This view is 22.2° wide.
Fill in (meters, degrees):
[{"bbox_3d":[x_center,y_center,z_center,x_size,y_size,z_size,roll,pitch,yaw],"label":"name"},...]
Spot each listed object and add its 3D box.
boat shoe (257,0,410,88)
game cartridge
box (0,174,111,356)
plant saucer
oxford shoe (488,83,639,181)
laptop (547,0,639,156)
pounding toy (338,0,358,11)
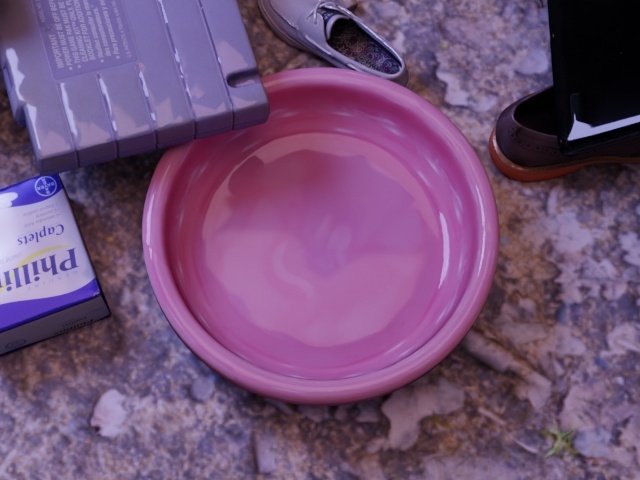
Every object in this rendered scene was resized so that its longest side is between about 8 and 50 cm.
[{"bbox_3d":[0.012,-0.208,1.627,0.066,0.063,0.184,-42,76,-15],"label":"boat shoe"},{"bbox_3d":[-0.206,-0.248,1.545,0.230,0.068,0.355,-15,73,-6],"label":"game cartridge"},{"bbox_3d":[-0.280,0.023,1.530,0.126,0.072,0.137,-20,72,-8],"label":"box"},{"bbox_3d":[0.000,0.000,1.540,0.332,0.084,0.332,1,70,-2],"label":"plant saucer"},{"bbox_3d":[0.301,-0.128,1.586,0.271,0.098,0.097,-18,71,-8],"label":"oxford shoe"},{"bbox_3d":[0.449,-0.247,1.575,0.408,0.236,0.382,-15,57,27],"label":"laptop"},{"bbox_3d":[0.075,-0.371,1.685,0.237,0.110,0.183,-39,85,16],"label":"pounding toy"}]
